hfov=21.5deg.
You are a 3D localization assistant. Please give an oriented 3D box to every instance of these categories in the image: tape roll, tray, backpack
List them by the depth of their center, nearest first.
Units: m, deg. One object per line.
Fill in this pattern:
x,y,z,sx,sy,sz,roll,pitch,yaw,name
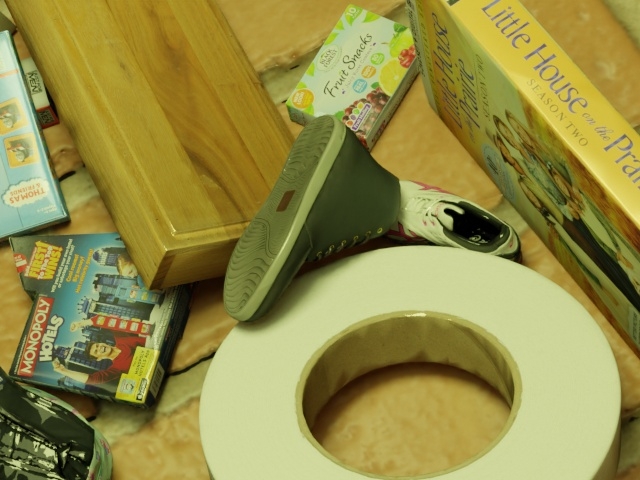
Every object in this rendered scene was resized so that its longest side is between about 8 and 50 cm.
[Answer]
0.082,0.161,1.550,0.392,0.072,0.392,-4,43,4,tape roll
-0.290,0.201,1.631,0.182,0.115,0.152,18,79,15,backpack
-0.162,-0.148,1.755,0.203,0.076,0.411,-11,59,-32,tray

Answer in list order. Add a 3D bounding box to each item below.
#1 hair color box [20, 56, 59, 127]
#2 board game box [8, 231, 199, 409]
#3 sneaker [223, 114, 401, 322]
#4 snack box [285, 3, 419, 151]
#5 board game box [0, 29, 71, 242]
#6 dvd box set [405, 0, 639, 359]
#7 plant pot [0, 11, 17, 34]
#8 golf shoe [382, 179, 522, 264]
-0.365,-0.144,1.849,0.141,0.043,0.072,-18,64,0,hair color box
-0.236,0.068,1.718,0.194,0.060,0.194,10,66,13,board game box
0.000,0.000,1.633,0.083,0.118,0.222,7,64,56,sneaker
0.041,-0.175,1.810,0.100,0.037,0.141,24,70,20,snack box
-0.374,-0.098,1.792,0.160,0.039,0.211,-18,83,-1,board game box
0.226,-0.072,1.584,0.062,0.307,0.420,-34,65,-6,dvd box set
-0.424,-0.237,1.873,0.109,0.109,0.096,28,83,19,plant pot
0.118,-0.027,1.701,0.186,0.086,0.067,22,69,19,golf shoe
